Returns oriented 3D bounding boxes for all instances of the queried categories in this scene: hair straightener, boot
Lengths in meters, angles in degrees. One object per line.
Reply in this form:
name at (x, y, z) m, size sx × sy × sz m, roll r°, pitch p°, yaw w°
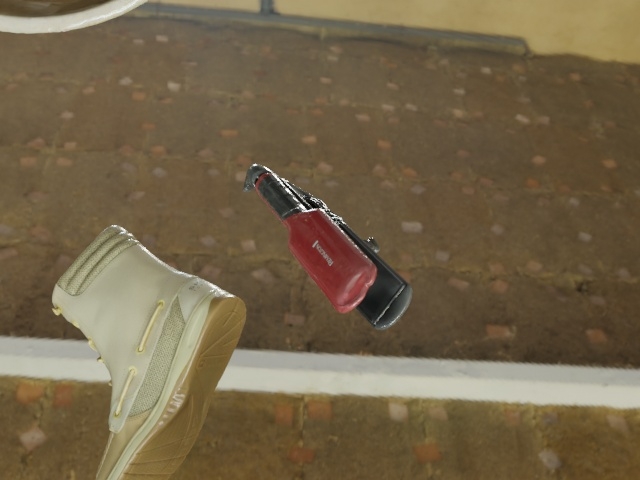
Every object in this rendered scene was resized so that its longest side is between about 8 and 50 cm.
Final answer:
hair straightener at (0.000, 0.000, 0.592) m, size 0.089 × 0.047 × 0.230 m, roll 29°, pitch -174°, yaw -38°
boot at (-0.215, 0.134, 0.811) m, size 0.203 × 0.262 × 0.095 m, roll 29°, pitch -173°, yaw 27°

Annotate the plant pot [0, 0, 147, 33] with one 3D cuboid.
plant pot at (-0.219, -0.366, 0.647) m, size 0.333 × 0.334 × 0.305 m, roll 5°, pitch -159°, yaw -4°
